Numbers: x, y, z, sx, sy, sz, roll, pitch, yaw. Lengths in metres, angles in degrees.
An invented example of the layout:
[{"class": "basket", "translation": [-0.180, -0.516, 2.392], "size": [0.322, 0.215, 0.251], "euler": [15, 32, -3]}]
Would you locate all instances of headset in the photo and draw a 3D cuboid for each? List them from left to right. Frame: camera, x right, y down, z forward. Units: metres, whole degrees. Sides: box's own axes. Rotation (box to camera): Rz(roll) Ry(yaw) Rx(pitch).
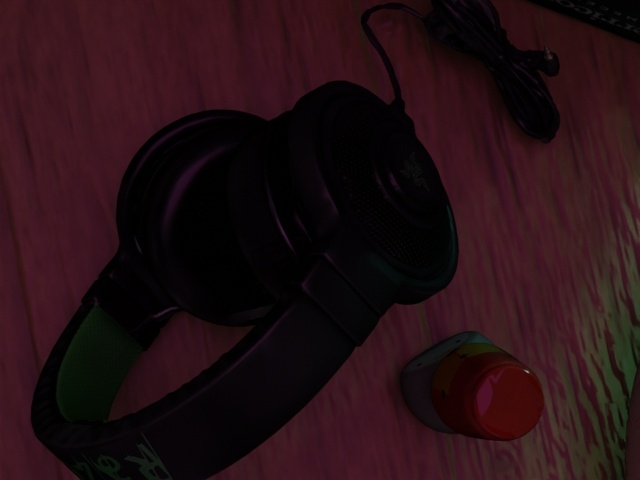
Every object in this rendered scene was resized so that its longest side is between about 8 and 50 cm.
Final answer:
[{"class": "headset", "translation": [0.000, 0.000, 0.979], "size": [0.185, 0.243, 0.394], "euler": [46, 63, -23]}]

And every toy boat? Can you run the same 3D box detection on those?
[{"class": "toy boat", "translation": [0.213, 0.110, 1.025], "size": [0.318, 0.148, 0.267], "euler": [11, 89, -11]}]

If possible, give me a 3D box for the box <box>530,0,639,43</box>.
[{"class": "box", "translation": [0.097, -0.350, 0.882], "size": [0.480, 0.472, 0.297], "euler": [21, 84, -2]}]
